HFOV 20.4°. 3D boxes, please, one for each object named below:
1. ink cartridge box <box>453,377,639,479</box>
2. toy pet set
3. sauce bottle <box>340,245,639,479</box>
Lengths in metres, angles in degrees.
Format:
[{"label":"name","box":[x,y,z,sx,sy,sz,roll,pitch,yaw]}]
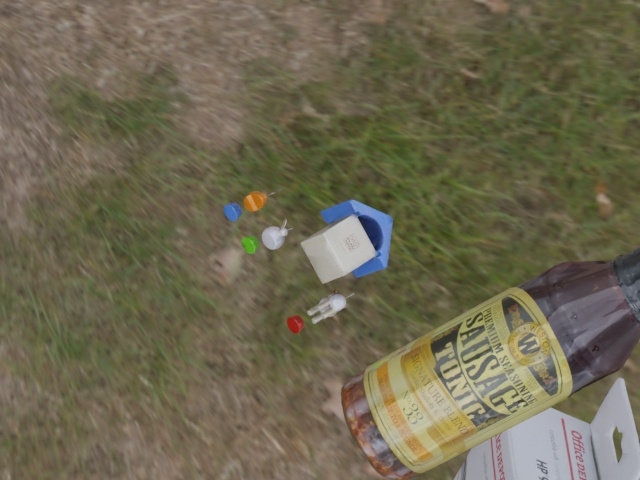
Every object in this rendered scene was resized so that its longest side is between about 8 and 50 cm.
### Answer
[{"label":"ink cartridge box","box":[0.111,0.161,1.013,0.060,0.104,0.180,22,114,-9]},{"label":"toy pet set","box":[0.000,0.000,1.444,0.065,0.114,0.122,-32,96,-36]},{"label":"sauce bottle","box":[0.068,0.033,0.569,0.128,0.042,0.042,-33,105,20]}]
